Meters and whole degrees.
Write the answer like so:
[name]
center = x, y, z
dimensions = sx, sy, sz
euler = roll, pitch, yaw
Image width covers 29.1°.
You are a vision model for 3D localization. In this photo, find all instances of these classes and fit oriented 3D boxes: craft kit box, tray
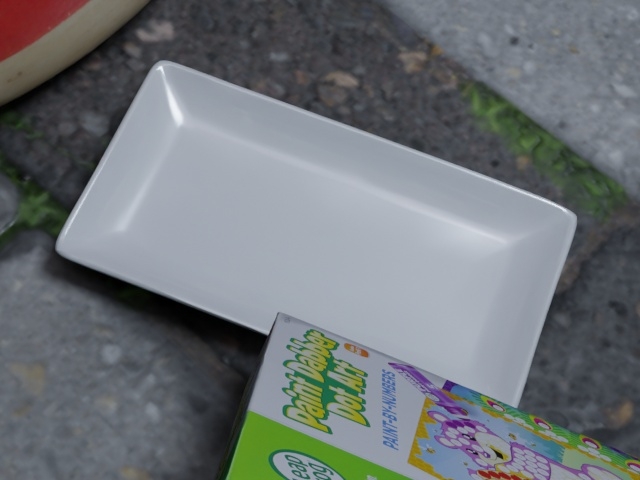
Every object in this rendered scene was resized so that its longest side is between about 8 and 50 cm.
[craft kit box]
center = 0.076, 0.126, 0.525
dimensions = 0.247, 0.250, 0.061
euler = 20, 100, -2
[tray]
center = 0.000, 0.000, 0.710
dimensions = 0.270, 0.030, 0.145
euler = 21, 62, 6

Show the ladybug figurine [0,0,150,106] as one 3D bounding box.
[ladybug figurine]
center = -0.238, -0.236, 0.737
dimensions = 0.305, 0.162, 0.449
euler = 39, 66, 15
